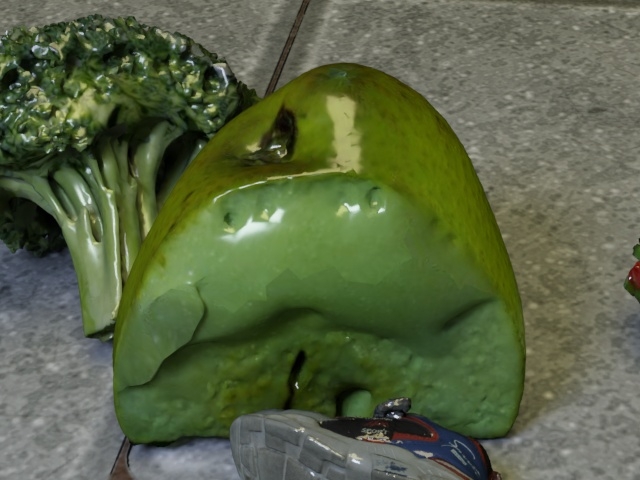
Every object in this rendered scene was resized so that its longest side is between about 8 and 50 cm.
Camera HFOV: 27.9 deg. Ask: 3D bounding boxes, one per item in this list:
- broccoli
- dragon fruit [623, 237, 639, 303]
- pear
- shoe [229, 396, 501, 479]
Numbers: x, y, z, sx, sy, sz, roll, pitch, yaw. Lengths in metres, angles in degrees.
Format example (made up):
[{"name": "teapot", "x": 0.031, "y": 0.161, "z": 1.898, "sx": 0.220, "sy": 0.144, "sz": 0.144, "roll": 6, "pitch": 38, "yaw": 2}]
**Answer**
[{"name": "broccoli", "x": -0.212, "y": -0.060, "z": 1.253, "sx": 0.375, "sy": 0.302, "sz": 0.249, "roll": 4, "pitch": 1, "yaw": -42}, {"name": "dragon fruit", "x": 0.369, "y": 0.065, "z": 1.114, "sx": 0.137, "sy": 0.135, "sz": 0.236, "roll": -18, "pitch": 55, "yaw": -31}, {"name": "pear", "x": 0.000, "y": 0.000, "z": 1.056, "sx": 0.342, "sy": 0.318, "sz": 0.238, "roll": 0, "pitch": 37, "yaw": -4}, {"name": "shoe", "x": 0.043, "y": 0.165, "z": 1.002, "sx": 0.227, "sy": 0.099, "sz": 0.125, "roll": 16, "pitch": 37, "yaw": 26}]
